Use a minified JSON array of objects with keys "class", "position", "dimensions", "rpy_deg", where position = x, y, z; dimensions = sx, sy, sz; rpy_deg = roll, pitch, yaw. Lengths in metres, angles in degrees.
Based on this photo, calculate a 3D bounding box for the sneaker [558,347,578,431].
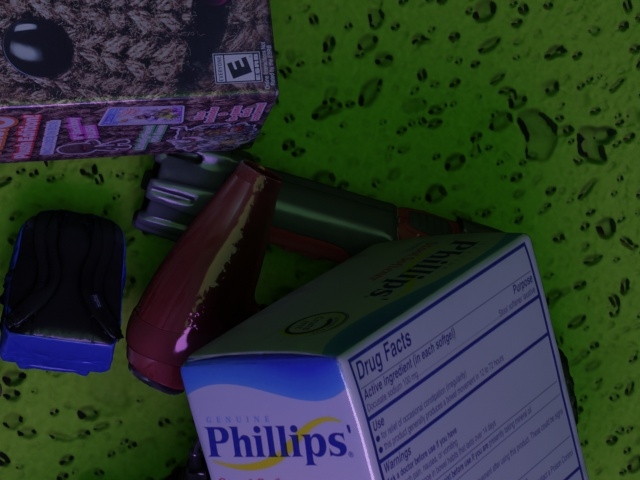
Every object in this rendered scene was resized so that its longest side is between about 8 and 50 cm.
[{"class":"sneaker","position":[0.142,0.210,1.567],"dimensions":[0.108,0.100,0.271],"rpy_deg":[18,108,-4]}]

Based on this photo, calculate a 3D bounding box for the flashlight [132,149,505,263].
[{"class":"flashlight","position":[0.000,0.000,1.535],"dimensions":[0.304,0.103,0.103],"rpy_deg":[15,79,-9]}]

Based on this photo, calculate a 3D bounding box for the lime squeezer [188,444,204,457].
[{"class":"lime squeezer","position":[0.045,0.133,1.588],"dimensions":[0.310,0.059,0.110],"rpy_deg":[1,127,-14]}]

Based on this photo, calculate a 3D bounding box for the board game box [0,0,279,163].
[{"class":"board game box","position":[-0.193,-0.189,1.407],"dimensions":[0.291,0.141,0.232],"rpy_deg":[-5,77,-12]}]

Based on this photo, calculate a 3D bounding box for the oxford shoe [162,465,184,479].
[{"class":"oxford shoe","position":[-0.094,0.237,1.549],"dimensions":[0.227,0.083,0.096],"rpy_deg":[5,92,-14]}]

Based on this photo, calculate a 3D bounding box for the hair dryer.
[{"class":"hair dryer","position":[-0.045,0.072,1.490],"dimensions":[0.224,0.080,0.293],"rpy_deg":[-20,117,-18]}]

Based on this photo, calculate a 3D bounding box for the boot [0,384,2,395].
[{"class":"boot","position":[-0.385,0.098,1.428],"dimensions":[0.262,0.095,0.203],"rpy_deg":[-27,125,-20]}]

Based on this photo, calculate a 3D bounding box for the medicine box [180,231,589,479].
[{"class":"medicine box","position":[0.064,0.170,1.379],"dimensions":[0.263,0.149,0.289],"rpy_deg":[-30,108,-50]}]

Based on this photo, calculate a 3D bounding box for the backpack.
[{"class":"backpack","position":[-0.208,0.041,1.492],"dimensions":[0.098,0.101,0.120],"rpy_deg":[10,62,-14]}]
